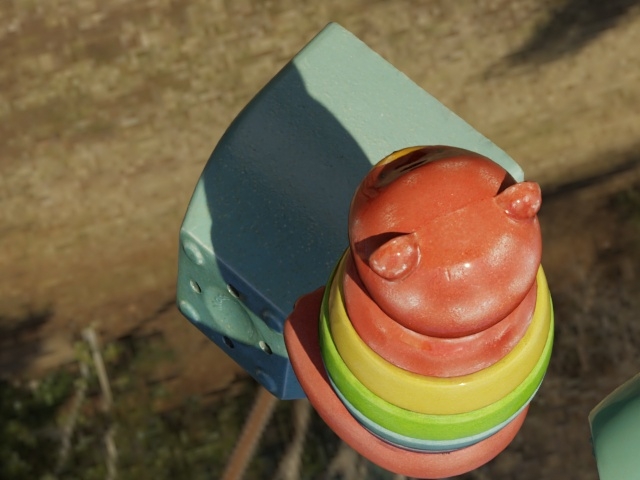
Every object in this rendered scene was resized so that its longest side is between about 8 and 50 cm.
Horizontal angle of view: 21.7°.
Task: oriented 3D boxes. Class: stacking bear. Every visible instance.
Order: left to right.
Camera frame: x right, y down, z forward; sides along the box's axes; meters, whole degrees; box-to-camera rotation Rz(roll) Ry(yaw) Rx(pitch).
[{"bbox_3d":[0.072,0.037,1.049,0.175,0.164,0.289,-18,158,-7],"label":"stacking bear"}]

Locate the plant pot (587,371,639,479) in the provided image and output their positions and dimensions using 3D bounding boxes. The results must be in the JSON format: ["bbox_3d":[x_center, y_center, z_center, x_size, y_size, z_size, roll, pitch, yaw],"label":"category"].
[{"bbox_3d":[0.360,0.221,1.438,0.235,0.293,0.293,-11,-178,7],"label":"plant pot"}]

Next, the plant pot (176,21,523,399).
[{"bbox_3d":[0.000,0.000,1.573,0.252,0.247,0.248,-39,158,-28],"label":"plant pot"}]
